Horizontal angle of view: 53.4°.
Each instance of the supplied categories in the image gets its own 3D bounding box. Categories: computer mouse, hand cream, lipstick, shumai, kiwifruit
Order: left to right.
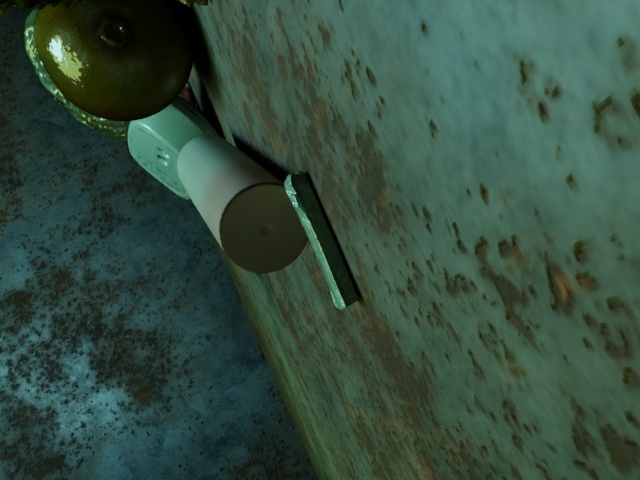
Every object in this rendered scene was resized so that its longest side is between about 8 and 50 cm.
[{"bbox_3d":[-0.258,-0.247,0.812,0.234,0.195,0.196,30,142,67],"label":"kiwifruit"},{"bbox_3d":[-0.388,-0.384,1.287,0.264,0.303,0.310,-76,-22,-44],"label":"shumai"},{"bbox_3d":[-0.235,-0.161,1.054,0.159,0.097,0.288,37,164,-7],"label":"computer mouse"},{"bbox_3d":[-0.212,-0.194,1.119,0.216,0.038,0.052,62,-167,-4],"label":"hand cream"},{"bbox_3d":[-0.101,-0.056,0.719,0.327,0.087,0.087,-138,27,-65],"label":"lipstick"}]

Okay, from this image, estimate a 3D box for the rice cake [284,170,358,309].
[{"bbox_3d":[0.000,0.000,0.531,0.121,0.021,0.022,67,159,0],"label":"rice cake"}]

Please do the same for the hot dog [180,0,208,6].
[{"bbox_3d":[-0.164,-0.295,0.598,0.169,0.061,0.078,67,168,-3],"label":"hot dog"}]

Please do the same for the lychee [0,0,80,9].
[{"bbox_3d":[-0.239,-0.301,0.433,0.270,0.269,0.320,63,151,16],"label":"lychee"}]

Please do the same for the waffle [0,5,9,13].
[{"bbox_3d":[-0.322,-0.362,0.641,0.058,0.301,0.282,38,154,15],"label":"waffle"}]
